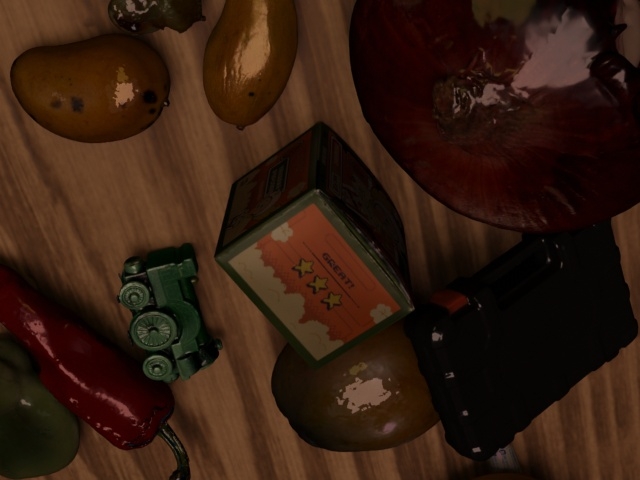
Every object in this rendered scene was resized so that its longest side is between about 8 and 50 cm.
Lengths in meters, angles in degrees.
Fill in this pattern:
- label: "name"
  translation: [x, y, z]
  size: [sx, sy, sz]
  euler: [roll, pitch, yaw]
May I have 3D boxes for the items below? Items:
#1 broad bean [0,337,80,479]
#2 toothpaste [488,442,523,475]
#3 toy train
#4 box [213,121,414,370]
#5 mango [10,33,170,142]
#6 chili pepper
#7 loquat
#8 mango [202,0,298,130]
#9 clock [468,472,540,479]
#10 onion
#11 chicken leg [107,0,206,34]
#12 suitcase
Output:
- label: "broad bean"
  translation: [-0.410, 0.229, 1.254]
  size: [0.169, 0.100, 0.228]
  euler: [-28, 115, 22]
- label: "toothpaste"
  translation: [0.249, 0.303, 1.313]
  size: [0.052, 0.033, 0.218]
  euler: [-13, 120, 14]
- label: "toy train"
  translation: [-0.187, 0.094, 1.196]
  size: [0.104, 0.071, 0.178]
  euler: [-15, 115, -3]
- label: "box"
  translation: [0.000, 0.000, 1.070]
  size: [0.148, 0.195, 0.177]
  euler: [-33, 111, 17]
- label: "mango"
  translation: [-0.250, -0.163, 1.052]
  size: [0.178, 0.090, 0.115]
  euler: [-8, 105, 9]
- label: "chili pepper"
  translation: [-0.291, 0.165, 1.214]
  size: [0.110, 0.110, 0.387]
  euler: [-39, 108, 19]
- label: "loquat"
  translation: [0.052, 0.166, 1.170]
  size: [0.227, 0.179, 0.179]
  euler: [-10, 117, 0]
- label: "mango"
  translation: [-0.074, -0.210, 1.034]
  size: [0.098, 0.075, 0.190]
  euler: [7, 111, -11]
- label: "clock"
  translation: [0.262, 0.462, 1.303]
  size: [0.244, 0.200, 0.317]
  euler: [-19, 115, 7]
- label: "onion"
  translation: [0.181, -0.182, 0.924]
  size: [0.341, 0.341, 0.341]
  euler: [1, 117, 1]
- label: "chicken leg"
  translation: [-0.116, -0.373, 0.922]
  size: [0.211, 0.140, 0.361]
  euler: [13, 129, 19]
- label: "suitcase"
  translation: [0.241, 0.101, 1.113]
  size: [0.285, 0.066, 0.206]
  euler: [-32, 117, -21]
